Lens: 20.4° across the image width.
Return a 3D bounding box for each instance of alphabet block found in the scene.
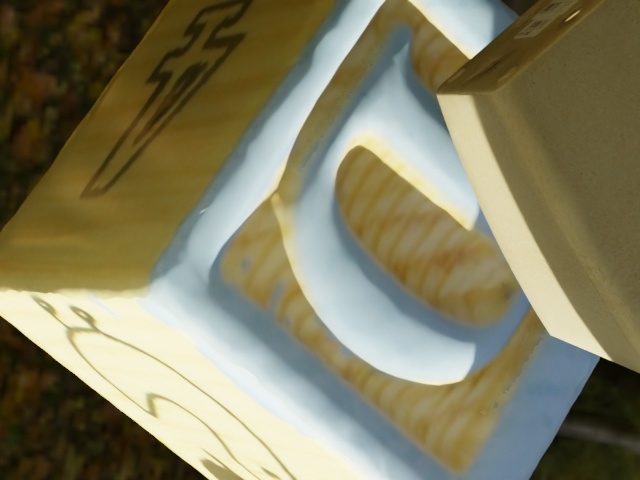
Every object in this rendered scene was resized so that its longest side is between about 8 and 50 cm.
[{"bbox_3d":[0.000,0.000,0.774,0.193,0.192,0.197,-55,-157,-19],"label":"alphabet block"}]

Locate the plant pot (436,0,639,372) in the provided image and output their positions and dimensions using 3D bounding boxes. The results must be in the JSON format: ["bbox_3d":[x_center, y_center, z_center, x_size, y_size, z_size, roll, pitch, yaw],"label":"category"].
[{"bbox_3d":[0.100,-0.034,0.564,0.109,0.096,0.109,-41,-169,-5],"label":"plant pot"}]
